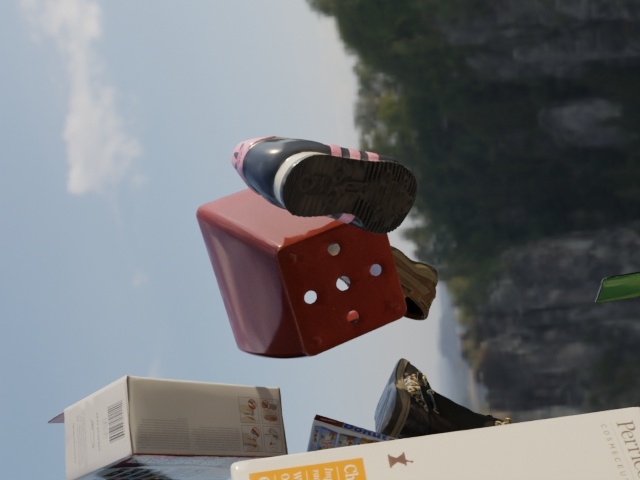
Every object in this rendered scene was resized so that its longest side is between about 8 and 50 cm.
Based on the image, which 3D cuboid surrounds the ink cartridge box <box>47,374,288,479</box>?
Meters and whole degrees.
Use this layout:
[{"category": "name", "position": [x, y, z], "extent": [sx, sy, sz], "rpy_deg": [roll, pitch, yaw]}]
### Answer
[{"category": "ink cartridge box", "position": [-0.260, 0.332, 1.798], "extent": [0.309, 0.271, 0.130], "rpy_deg": [11, -118, -40]}]

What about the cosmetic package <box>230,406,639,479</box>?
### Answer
[{"category": "cosmetic package", "position": [0.142, 0.336, 1.116], "extent": [0.230, 0.453, 0.162], "rpy_deg": [-101, 4, -48]}]

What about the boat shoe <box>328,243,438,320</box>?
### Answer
[{"category": "boat shoe", "position": [0.130, 0.087, 2.170], "extent": [0.324, 0.122, 0.120], "rpy_deg": [20, -115, -42]}]

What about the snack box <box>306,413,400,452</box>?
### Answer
[{"category": "snack box", "position": [0.069, 0.317, 1.609], "extent": [0.022, 0.178, 0.064], "rpy_deg": [-48, -29, -66]}]

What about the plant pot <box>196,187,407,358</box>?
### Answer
[{"category": "plant pot", "position": [-0.010, 0.044, 1.702], "extent": [0.235, 0.267, 0.267], "rpy_deg": [26, 134, 66]}]

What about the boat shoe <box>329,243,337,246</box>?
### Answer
[{"category": "boat shoe", "position": [0.000, 0.000, 2.360], "extent": [0.319, 0.116, 0.099], "rpy_deg": [26, -128, -60]}]

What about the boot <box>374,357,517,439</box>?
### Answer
[{"category": "boot", "position": [0.266, 0.380, 2.281], "extent": [0.377, 0.284, 0.138], "rpy_deg": [-41, -27, -85]}]

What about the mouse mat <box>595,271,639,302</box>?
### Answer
[{"category": "mouse mat", "position": [0.630, 0.088, 2.135], "extent": [0.190, 0.152, 0.007], "rpy_deg": [66, -165, -69]}]

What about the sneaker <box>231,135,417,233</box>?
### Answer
[{"category": "sneaker", "position": [0.013, -0.087, 1.451], "extent": [0.319, 0.131, 0.112], "rpy_deg": [13, -78, -55]}]
